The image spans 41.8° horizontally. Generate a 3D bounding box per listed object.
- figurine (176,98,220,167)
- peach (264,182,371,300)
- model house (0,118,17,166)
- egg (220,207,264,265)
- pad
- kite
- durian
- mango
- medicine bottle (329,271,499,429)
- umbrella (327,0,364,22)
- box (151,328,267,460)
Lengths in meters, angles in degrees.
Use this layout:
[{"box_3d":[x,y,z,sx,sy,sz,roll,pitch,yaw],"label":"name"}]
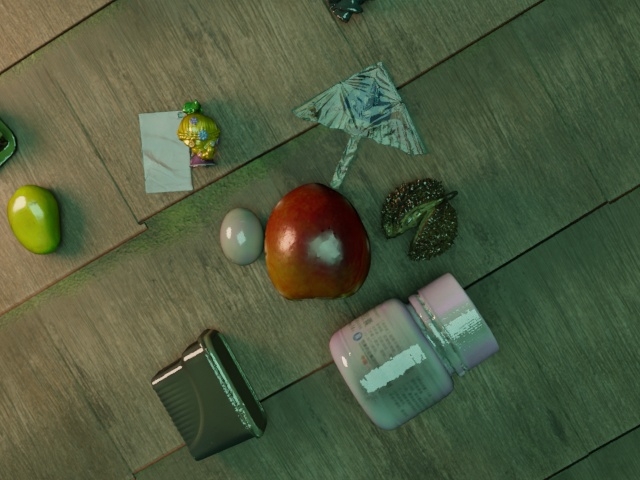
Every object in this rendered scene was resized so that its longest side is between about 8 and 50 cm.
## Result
[{"box_3d":[-0.273,-0.246,1.907,0.094,0.115,0.156,-4,89,-27],"label":"figurine"},{"box_3d":[0.000,0.000,1.896,0.248,0.245,0.275,-6,83,-29],"label":"peach"},{"box_3d":[-0.837,-0.218,1.828,0.218,0.279,0.205,-45,92,2],"label":"model house"},{"box_3d":[-0.180,-0.009,1.930,0.103,0.103,0.135,-5,94,0],"label":"egg"},{"box_3d":[-0.362,-0.207,1.963,0.113,0.006,0.188,-4,96,-1],"label":"pad"},{"box_3d":[0.094,-0.266,1.956,0.335,0.011,0.315,19,94,-1],"label":"kite"},{"box_3d":[0.237,-0.054,1.901,0.196,0.167,0.196,0,89,-8],"label":"durian"},{"box_3d":[-0.664,-0.048,1.934,0.117,0.089,0.163,-2,95,0],"label":"mango"},{"box_3d":[0.209,0.242,1.876,0.324,0.256,0.256,-34,94,4],"label":"medicine bottle"},{"box_3d":[0.155,-0.637,1.885,0.348,0.094,0.143,-32,98,1],"label":"umbrella"},{"box_3d":[-0.264,0.363,1.950,0.178,0.138,0.274,-28,94,7],"label":"box"}]
